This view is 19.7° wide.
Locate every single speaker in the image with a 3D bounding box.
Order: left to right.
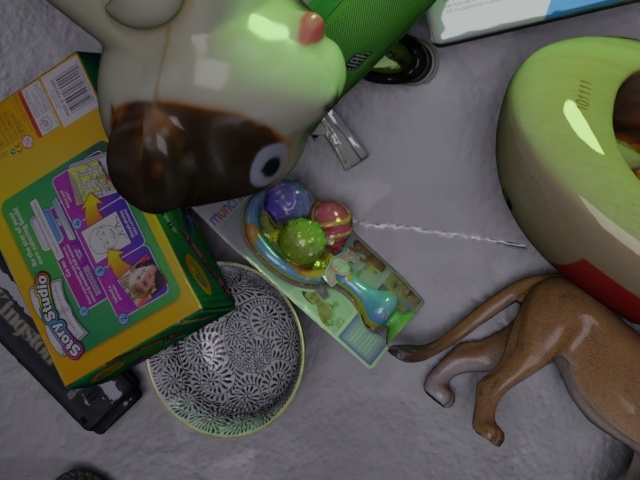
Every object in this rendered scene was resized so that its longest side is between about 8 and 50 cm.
[{"bbox_3d":[0.012,-0.206,1.661,0.131,0.131,0.296,45,124,0],"label":"speaker"}]

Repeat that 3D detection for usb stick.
[{"bbox_3d":[-0.292,0.073,1.822,0.077,0.045,0.278,-44,91,4],"label":"usb stick"}]

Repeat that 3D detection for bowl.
[{"bbox_3d":[-0.077,0.102,1.785,0.170,0.080,0.170,1,93,24],"label":"bowl"}]

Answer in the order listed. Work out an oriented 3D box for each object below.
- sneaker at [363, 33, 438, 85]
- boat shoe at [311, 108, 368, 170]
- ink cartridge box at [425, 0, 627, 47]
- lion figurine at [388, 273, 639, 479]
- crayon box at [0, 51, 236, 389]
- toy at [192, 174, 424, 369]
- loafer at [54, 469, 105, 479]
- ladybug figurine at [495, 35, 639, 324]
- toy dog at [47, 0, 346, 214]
[{"bbox_3d":[0.031,-0.189,1.774,0.170,0.075,0.063,16,94,2],"label":"sneaker"},{"bbox_3d":[0.004,-0.112,1.802,0.035,0.035,0.100,-38,97,2],"label":"boat shoe"},{"bbox_3d":[0.180,-0.355,1.729,0.223,0.129,0.307,-13,93,5],"label":"ink cartridge box"},{"bbox_3d":[0.283,0.135,1.752,0.392,0.142,0.240,36,88,4],"label":"lion figurine"},{"bbox_3d":[-0.219,-0.019,1.752,0.165,0.081,0.278,-30,81,20],"label":"crayon box"},{"bbox_3d":[0.000,0.000,1.757,0.237,0.137,0.056,45,128,-2],"label":"toy"},{"bbox_3d":[-0.176,0.333,1.820,0.251,0.094,0.087,41,119,9],"label":"loafer"},{"bbox_3d":[0.351,-0.019,1.685,0.449,0.305,0.162,25,137,-9],"label":"ladybug figurine"},{"bbox_3d":[-0.138,-0.222,1.494,0.395,0.284,0.407,-25,95,21],"label":"toy dog"}]
